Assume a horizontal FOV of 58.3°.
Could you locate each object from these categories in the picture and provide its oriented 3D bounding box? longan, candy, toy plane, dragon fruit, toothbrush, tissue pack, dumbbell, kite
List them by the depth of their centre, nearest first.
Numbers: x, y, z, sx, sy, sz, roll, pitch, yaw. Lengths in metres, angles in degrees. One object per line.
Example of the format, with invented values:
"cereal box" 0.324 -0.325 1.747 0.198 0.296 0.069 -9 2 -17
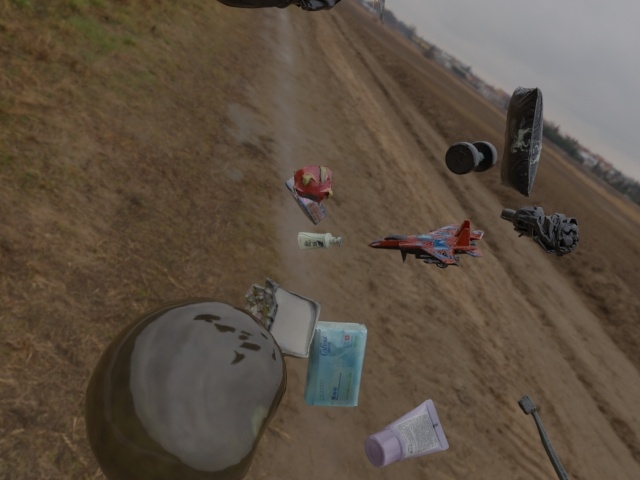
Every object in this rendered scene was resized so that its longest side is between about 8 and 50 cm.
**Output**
"toy plane" 0.173 0.010 0.954 0.130 0.189 0.061 -64 139 -55
"longan" -0.255 0.294 1.093 0.404 0.405 0.336 -119 -171 -49
"dragon fruit" -0.007 -0.111 1.116 0.083 0.060 0.056 18 59 -30
"toothbrush" 0.559 0.515 1.397 0.297 0.031 0.030 63 -19 -1
"candy" -0.111 0.213 1.534 0.195 0.184 0.137 23 -15 -37
"kite" 0.171 -0.724 1.690 0.010 0.190 0.159 -1 36 22
"dumbbell" 0.469 -0.257 1.778 0.100 0.100 0.191 44 31 23
"tissue pack" -0.043 -0.130 1.825 0.115 0.065 0.155 51 -3 22
"tissue pack" 0.049 0.396 1.830 0.177 0.263 0.089 5 9 -13

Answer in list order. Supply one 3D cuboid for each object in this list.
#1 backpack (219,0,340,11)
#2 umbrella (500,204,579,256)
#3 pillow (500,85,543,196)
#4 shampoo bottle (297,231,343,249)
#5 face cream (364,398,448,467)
"backpack" -0.118 -0.744 1.433 0.446 0.363 0.255 -21 13 -20
"umbrella" 0.600 -0.040 1.606 0.118 0.118 0.340 29 6 -15
"pillow" 0.399 -0.199 1.139 0.055 0.208 0.141 1 17 1
"shampoo bottle" 0.000 0.000 1.535 0.141 0.048 0.034 -2 -6 37
"face cream" 0.260 0.577 1.689 0.274 0.096 0.154 -8 69 -35
